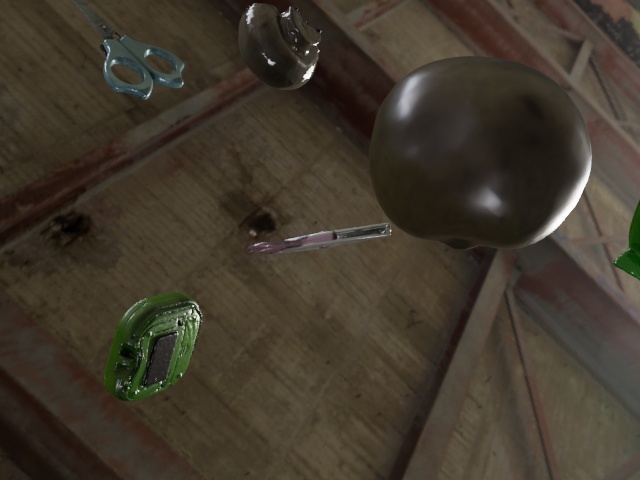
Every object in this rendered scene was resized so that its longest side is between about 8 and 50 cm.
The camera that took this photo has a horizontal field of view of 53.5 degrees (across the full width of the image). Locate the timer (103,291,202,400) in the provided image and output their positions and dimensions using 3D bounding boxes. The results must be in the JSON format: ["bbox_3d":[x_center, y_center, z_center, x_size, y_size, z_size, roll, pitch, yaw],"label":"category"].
[{"bbox_3d":[-0.212,0.138,0.817,0.047,0.140,0.128,26,-164,26],"label":"timer"}]

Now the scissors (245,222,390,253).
[{"bbox_3d":[0.000,0.000,0.763,0.085,0.176,0.022,14,-112,-68],"label":"scissors"}]

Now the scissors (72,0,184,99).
[{"bbox_3d":[-0.453,-0.440,1.366,0.360,0.029,0.191,44,-133,9],"label":"scissors"}]

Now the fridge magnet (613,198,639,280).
[{"bbox_3d":[0.325,-0.027,0.504,0.208,0.208,0.088,3,-152,-40],"label":"fridge magnet"}]

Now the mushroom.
[{"bbox_3d":[-0.079,-0.360,1.236,0.188,0.141,0.117,26,-120,-46],"label":"mushroom"}]

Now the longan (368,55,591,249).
[{"bbox_3d":[0.261,-0.141,1.073,0.360,0.361,0.361,24,-136,-25],"label":"longan"}]
